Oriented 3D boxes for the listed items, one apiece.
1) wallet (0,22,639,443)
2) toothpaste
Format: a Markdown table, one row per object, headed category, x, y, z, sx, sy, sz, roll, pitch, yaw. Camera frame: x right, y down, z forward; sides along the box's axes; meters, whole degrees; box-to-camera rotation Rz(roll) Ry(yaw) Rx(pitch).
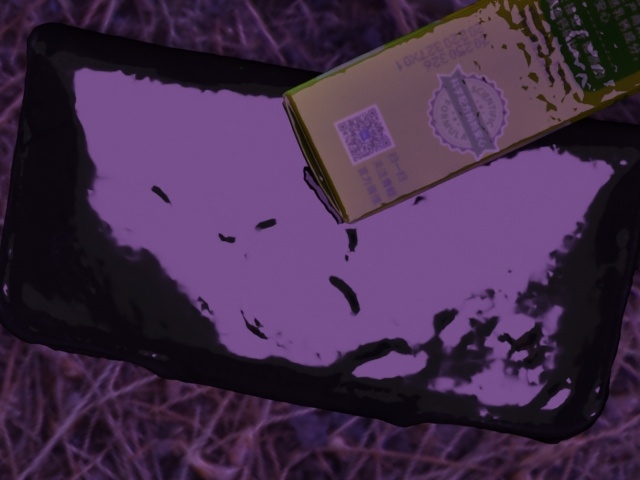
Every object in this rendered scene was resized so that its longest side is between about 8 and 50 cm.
| category | x | y | z | sx | sy | sz | roll | pitch | yaw |
| --- | --- | --- | --- | --- | --- | --- | --- | --- | --- |
| wallet | 0.000 | 0.000 | 0.917 | 0.377 | 0.051 | 0.197 | 10 | 98 | 4 |
| toothpaste | 0.136 | -0.107 | 0.825 | 0.327 | 0.110 | 0.077 | -25 | 91 | 1 |
